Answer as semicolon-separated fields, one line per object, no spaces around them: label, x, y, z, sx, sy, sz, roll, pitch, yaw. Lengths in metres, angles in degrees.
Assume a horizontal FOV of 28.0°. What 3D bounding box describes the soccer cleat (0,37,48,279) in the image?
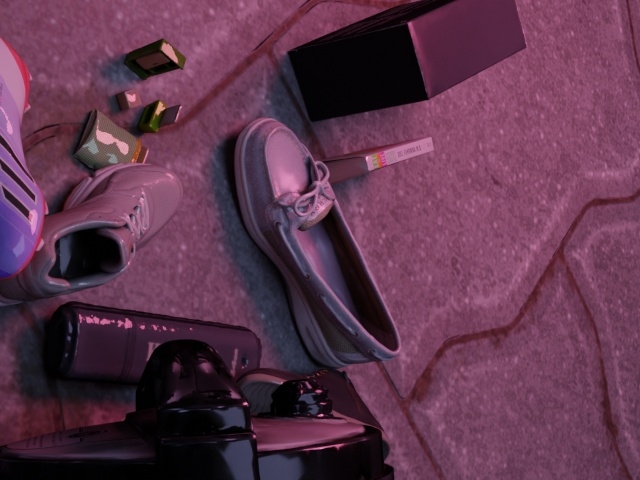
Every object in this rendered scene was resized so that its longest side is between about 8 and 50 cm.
soccer cleat;-0.299;-0.081;1.138;0.095;0.083;0.248;44;31;-54

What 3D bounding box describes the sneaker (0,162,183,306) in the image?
sneaker;-0.204;-0.002;1.234;0.262;0.121;0.099;-35;120;-47

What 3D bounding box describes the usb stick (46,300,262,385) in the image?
usb stick;-0.165;0.114;1.326;0.278;0.045;0.077;13;75;-49

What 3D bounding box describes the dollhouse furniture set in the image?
dollhouse furniture set;-0.189;-0.132;1.335;0.076;0.058;0.152;40;54;-38

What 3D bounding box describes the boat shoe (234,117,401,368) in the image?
boat shoe;-0.001;0.002;1.500;0.118;0.103;0.320;-36;111;-47

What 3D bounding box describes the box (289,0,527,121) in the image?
box;0.117;-0.243;1.628;0.261;0.184;0.103;-32;107;-48

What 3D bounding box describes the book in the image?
book;0.064;-0.099;1.604;0.144;0.096;0.035;-20;98;-51

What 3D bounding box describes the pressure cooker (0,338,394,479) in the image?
pressure cooker;-0.109;0.295;1.107;0.375;0.369;0.420;2;85;-54

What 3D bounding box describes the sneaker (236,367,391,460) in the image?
sneaker;-0.026;0.181;1.445;0.222;0.083;0.118;33;17;-37
